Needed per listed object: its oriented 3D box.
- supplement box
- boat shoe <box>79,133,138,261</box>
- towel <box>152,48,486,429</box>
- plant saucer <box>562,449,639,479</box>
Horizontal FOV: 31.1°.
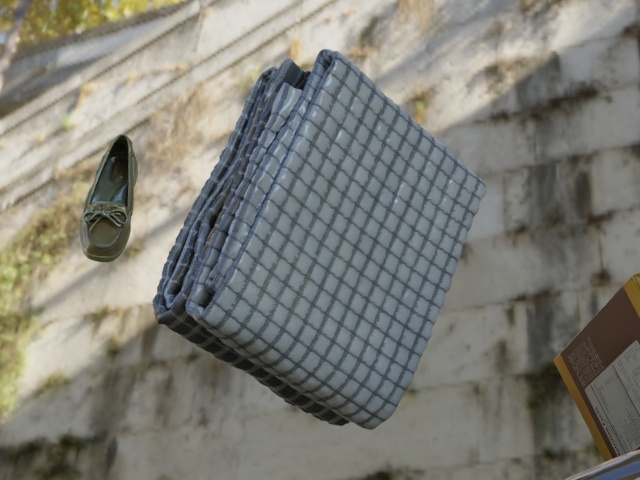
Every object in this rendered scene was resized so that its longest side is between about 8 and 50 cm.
[{"bbox_3d":[0.351,0.102,1.043,0.191,0.129,0.194,-16,-23,-19],"label":"supplement box"},{"bbox_3d":[-0.225,-0.045,1.229,0.056,0.153,0.048,10,-39,-1],"label":"boat shoe"},{"bbox_3d":[0.000,0.000,1.046,0.235,0.284,0.121,36,-25,-31],"label":"towel"},{"bbox_3d":[0.162,0.145,0.504,0.278,0.278,0.041,-19,-86,28],"label":"plant saucer"}]
